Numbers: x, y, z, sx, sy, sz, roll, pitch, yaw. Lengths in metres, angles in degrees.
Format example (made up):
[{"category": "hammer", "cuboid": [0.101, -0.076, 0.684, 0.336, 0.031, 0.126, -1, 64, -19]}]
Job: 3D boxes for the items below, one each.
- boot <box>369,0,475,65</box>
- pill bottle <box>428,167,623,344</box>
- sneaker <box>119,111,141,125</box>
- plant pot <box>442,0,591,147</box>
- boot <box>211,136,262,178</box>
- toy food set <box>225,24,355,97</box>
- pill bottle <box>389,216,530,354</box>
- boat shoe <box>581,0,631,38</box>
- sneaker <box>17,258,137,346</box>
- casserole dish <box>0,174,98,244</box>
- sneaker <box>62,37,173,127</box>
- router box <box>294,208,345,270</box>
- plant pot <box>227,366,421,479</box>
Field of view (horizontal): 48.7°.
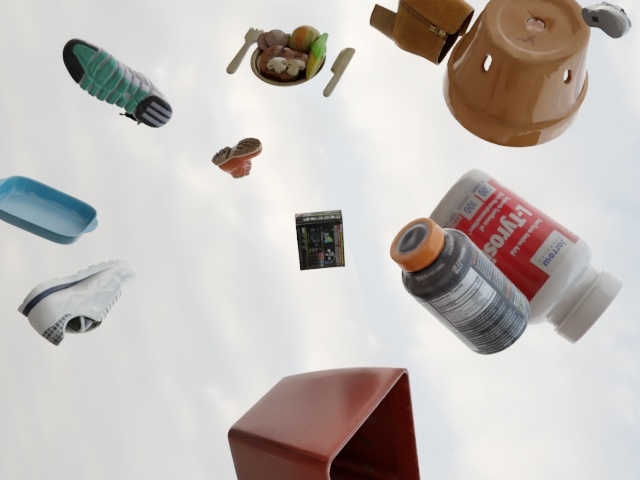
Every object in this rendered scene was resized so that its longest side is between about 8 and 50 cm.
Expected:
[{"category": "boot", "cuboid": [0.245, -0.545, 1.519, 0.211, 0.104, 0.295, 33, -63, 21]}, {"category": "pill bottle", "cuboid": [0.441, 0.039, 1.572, 0.408, 0.229, 0.229, 37, -50, 15]}, {"category": "sneaker", "cuboid": [-0.375, -0.271, 1.418, 0.098, 0.069, 0.038, 54, -15, 27]}, {"category": "plant pot", "cuboid": [0.399, -0.358, 1.387, 0.290, 0.291, 0.203, 55, -15, 21]}, {"category": "boot", "cuboid": [-0.183, -0.196, 1.711, 0.158, 0.059, 0.084, -13, -49, 42]}, {"category": "toy food set", "cuboid": [-0.052, -0.300, 1.136, 0.192, 0.132, 0.038, 15, -31, 15]}, {"category": "pill bottle", "cuboid": [0.218, 0.068, 1.133, 0.246, 0.130, 0.130, 42, -32, -26]}, {"category": "boat shoe", "cuboid": [0.477, -0.369, 1.162, 0.142, 0.040, 0.049, -103, 168, -62]}, {"category": "sneaker", "cuboid": [-0.382, 0.102, 1.172, 0.095, 0.235, 0.090, 43, -59, 11]}, {"category": "casserole dish", "cuboid": [-0.475, -0.048, 1.205, 0.189, 0.114, 0.037, 24, -59, -6]}, {"category": "sneaker", "cuboid": [-0.375, -0.296, 1.303, 0.083, 0.224, 0.098, -42, -146, 15]}, {"category": "router box", "cuboid": [0.000, 0.000, 1.369, 0.038, 0.092, 0.122, -95, -179, -50]}, {"category": "plant pot", "cuboid": [-0.002, 0.371, 1.199, 0.236, 0.267, 0.267, 6, -63, 32]}]
